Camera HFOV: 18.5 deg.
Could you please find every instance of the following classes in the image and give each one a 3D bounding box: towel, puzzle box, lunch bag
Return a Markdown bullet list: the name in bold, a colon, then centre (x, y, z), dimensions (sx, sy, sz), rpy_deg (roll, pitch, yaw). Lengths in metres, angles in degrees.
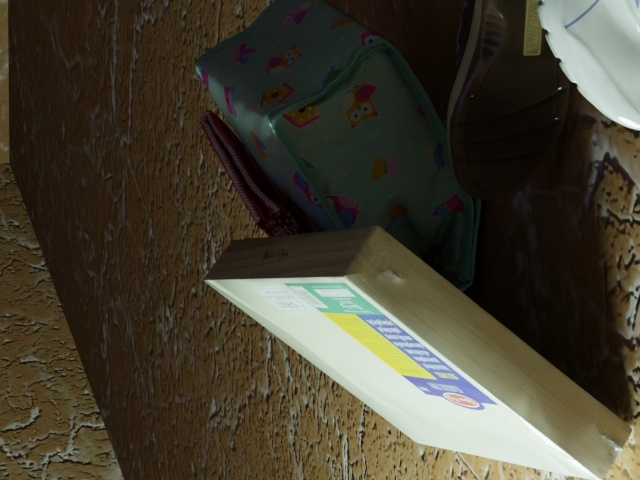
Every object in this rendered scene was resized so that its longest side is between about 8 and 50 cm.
- **towel**: centre (0.000, 0.000, 1.887), dimensions (0.275, 0.031, 0.199), rpy_deg (43, -171, -37)
- **puzzle box**: centre (0.069, 0.093, 1.683), dimensions (0.272, 0.052, 0.409), rpy_deg (39, 167, -14)
- **lunch bag**: centre (0.036, -0.080, 1.793), dimensions (0.262, 0.160, 0.223), rpy_deg (53, 175, -28)

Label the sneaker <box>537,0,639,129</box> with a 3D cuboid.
- **sneaker**: centre (0.216, -0.199, 1.275), dimensions (0.129, 0.111, 0.297), rpy_deg (40, 144, 51)

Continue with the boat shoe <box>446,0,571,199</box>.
- **boat shoe**: centre (0.151, -0.159, 1.549), dimensions (0.095, 0.095, 0.257), rpy_deg (-101, 18, -57)
